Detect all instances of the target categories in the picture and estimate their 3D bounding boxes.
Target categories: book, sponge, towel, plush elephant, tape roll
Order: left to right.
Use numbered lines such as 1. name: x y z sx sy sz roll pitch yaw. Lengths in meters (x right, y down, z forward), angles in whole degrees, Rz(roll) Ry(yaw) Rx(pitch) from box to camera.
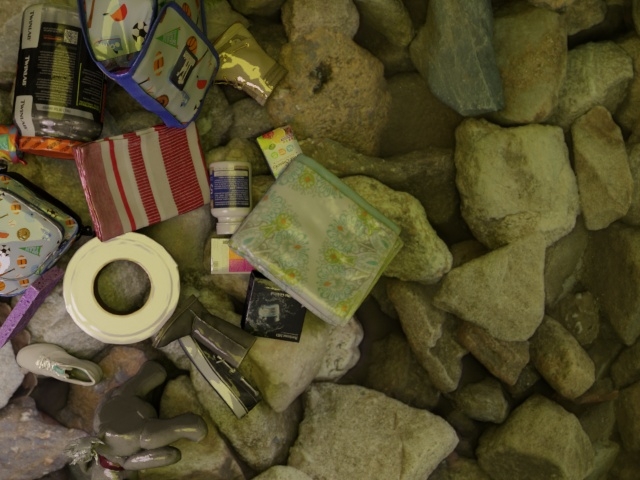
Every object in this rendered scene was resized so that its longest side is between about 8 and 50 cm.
1. sponge: -0.700 0.158 1.580 0.031 0.117 0.210 40 111 -7
2. tape roll: -0.498 0.116 1.678 0.286 0.100 0.287 0 89 -12
3. plush elephant: -0.470 0.513 1.624 0.271 0.256 0.330 36 40 27
4. towel: -0.426 -0.158 1.640 0.328 0.037 0.237 -24 111 -35
5. book: -0.221 0.042 1.773 0.144 0.035 0.096 1 94 -13
6. towel: 0.000 0.000 1.713 0.374 0.090 0.321 38 68 -3

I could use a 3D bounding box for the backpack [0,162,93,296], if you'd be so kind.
1. backpack: -0.737 -0.001 1.578 0.276 0.213 0.263 37 93 -13

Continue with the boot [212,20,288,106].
1. boot: -0.232 -0.418 1.742 0.203 0.095 0.262 43 79 -11

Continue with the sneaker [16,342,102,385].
1. sneaker: -0.651 0.313 1.646 0.212 0.094 0.080 18 88 -12

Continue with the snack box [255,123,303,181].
1. snack box: -0.102 -0.233 1.796 0.100 0.037 0.141 -26 96 -10

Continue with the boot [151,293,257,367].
1. boot: -0.285 0.251 1.641 0.208 0.076 0.190 41 54 -2

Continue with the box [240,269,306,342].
1. box: -0.120 0.175 1.755 0.155 0.093 0.159 10 97 -13

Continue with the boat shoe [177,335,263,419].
1. boat shoe: -0.265 0.317 1.723 0.105 0.113 0.306 -39 91 -18

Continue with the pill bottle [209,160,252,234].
1. pill bottle: -0.233 -0.110 1.729 0.111 0.112 0.187 -2 90 -13

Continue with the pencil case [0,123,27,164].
1. pencil case: -0.839 -0.237 1.603 0.236 0.104 0.105 2 90 -11

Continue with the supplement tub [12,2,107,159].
1. supplement tub: -0.623 -0.374 1.594 0.207 0.207 0.338 6 88 -12

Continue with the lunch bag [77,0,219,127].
1. lunch bag: -0.391 -0.486 1.526 0.238 0.328 0.386 -10 76 11
